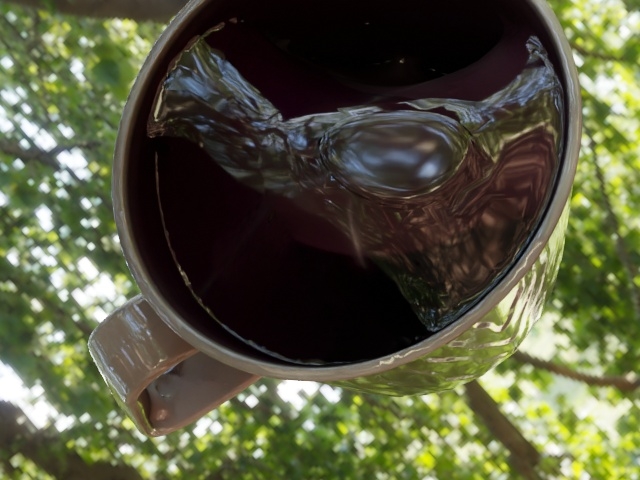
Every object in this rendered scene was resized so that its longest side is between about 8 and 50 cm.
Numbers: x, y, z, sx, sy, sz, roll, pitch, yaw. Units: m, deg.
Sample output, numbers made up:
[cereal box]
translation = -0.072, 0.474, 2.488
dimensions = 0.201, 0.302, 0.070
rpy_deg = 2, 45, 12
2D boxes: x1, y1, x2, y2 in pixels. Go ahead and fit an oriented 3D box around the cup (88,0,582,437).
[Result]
[cup]
translation = 0.017, 0.007, 0.659
dimensions = 0.288, 0.208, 0.273
rpy_deg = -64, -14, -5
